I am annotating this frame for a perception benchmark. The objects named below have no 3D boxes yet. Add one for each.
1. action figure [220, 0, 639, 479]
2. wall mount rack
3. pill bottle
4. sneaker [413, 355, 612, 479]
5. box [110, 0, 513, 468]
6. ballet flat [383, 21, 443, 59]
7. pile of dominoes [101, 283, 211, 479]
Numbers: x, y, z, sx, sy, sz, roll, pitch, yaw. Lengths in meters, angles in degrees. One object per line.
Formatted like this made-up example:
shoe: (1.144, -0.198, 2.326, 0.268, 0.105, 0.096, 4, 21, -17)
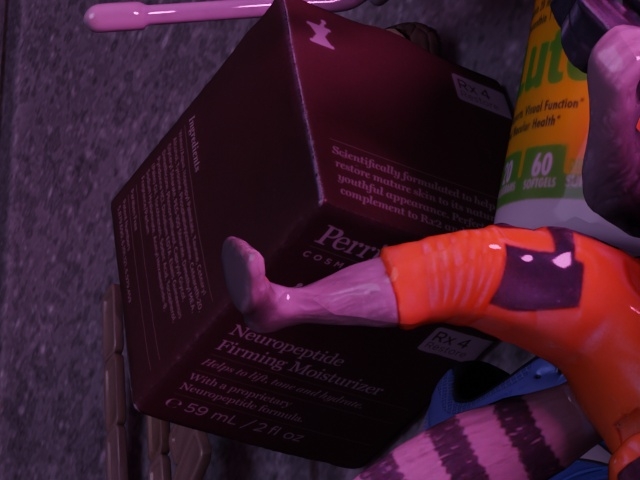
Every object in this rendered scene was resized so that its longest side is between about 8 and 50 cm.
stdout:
action figure: (0.121, 0.002, 0.807, 0.341, 0.330, 0.178, 56, 155, 24)
wall mount rack: (0.025, -0.204, 1.108, 0.304, 0.130, 0.350, -46, 4, -13)
pill bottle: (0.171, -0.102, 0.963, 0.136, 0.136, 0.245, -7, 68, 57)
sneaker: (0.140, 0.108, 0.909, 0.330, 0.130, 0.147, 3, 76, 56)
box: (0.000, 0.000, 1.155, 0.203, 0.168, 0.167, -47, 38, 36)
ballet flat: (-0.007, -0.075, 1.316, 0.250, 0.058, 0.084, -32, 47, 48)
pile of dominoes: (-0.106, 0.099, 1.405, 0.196, 0.040, 0.251, 134, 137, -53)
